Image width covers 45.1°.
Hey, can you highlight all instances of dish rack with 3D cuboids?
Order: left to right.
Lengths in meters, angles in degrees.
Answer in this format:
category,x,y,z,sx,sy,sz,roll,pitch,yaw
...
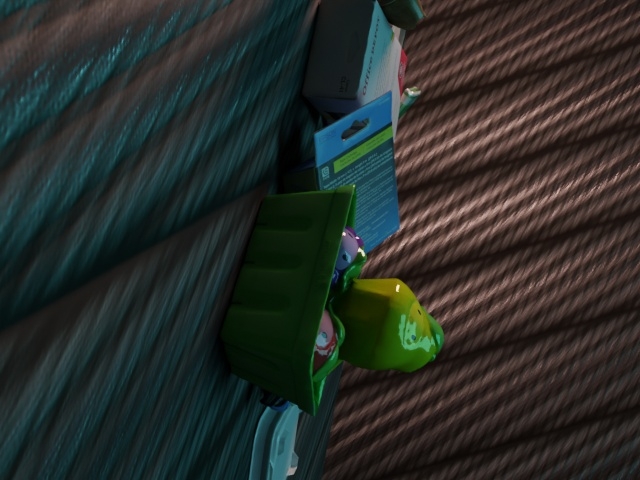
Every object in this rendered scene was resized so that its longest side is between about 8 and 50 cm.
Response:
category,x,y,z,sx,sy,sz,roll,pitch,yaw
dish rack,-0.103,0.512,1.869,0.333,0.072,0.285,-45,145,-75

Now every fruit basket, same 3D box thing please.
category,x,y,z,sx,sy,sz,roll,pitch,yaw
fruit basket,0.046,0.118,1.363,0.283,0.392,0.392,88,14,-58

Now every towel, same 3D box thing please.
category,x,y,z,sx,sy,sz,roll,pitch,yaw
towel,0.202,-0.367,2.523,0.325,0.038,0.248,-49,179,18

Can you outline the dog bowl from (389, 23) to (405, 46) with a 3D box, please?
category,x,y,z,sx,sy,sz,roll,pitch,yaw
dog bowl,0.167,-0.561,2.205,0.349,0.102,0.348,14,90,-82

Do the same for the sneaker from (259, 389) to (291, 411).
category,x,y,z,sx,sy,sz,roll,pitch,yaw
sneaker,-0.095,0.260,1.596,0.067,0.078,0.188,-47,-146,44

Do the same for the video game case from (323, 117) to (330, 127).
category,x,y,z,sx,sy,sz,roll,pitch,yaw
video game case,0.044,-0.392,1.889,0.232,0.042,0.210,65,36,-76

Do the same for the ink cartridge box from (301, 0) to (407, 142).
category,x,y,z,sx,sy,sz,roll,pitch,yaw
ink cartridge box,0.085,-0.363,1.693,0.306,0.131,0.226,30,69,-67

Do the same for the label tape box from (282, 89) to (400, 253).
category,x,y,z,sx,sy,sz,roll,pitch,yaw
label tape box,0.045,-0.122,1.582,0.241,0.106,0.333,-35,131,-36

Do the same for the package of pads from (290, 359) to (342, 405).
category,x,y,z,sx,sy,sz,roll,pitch,yaw
package of pads,-0.003,0.257,1.812,0.229,0.101,0.296,-44,176,7

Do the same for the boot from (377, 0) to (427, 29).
category,x,y,z,sx,sy,sz,roll,pitch,yaw
boot,0.132,-0.521,1.717,0.112,0.115,0.305,-46,-152,-2
